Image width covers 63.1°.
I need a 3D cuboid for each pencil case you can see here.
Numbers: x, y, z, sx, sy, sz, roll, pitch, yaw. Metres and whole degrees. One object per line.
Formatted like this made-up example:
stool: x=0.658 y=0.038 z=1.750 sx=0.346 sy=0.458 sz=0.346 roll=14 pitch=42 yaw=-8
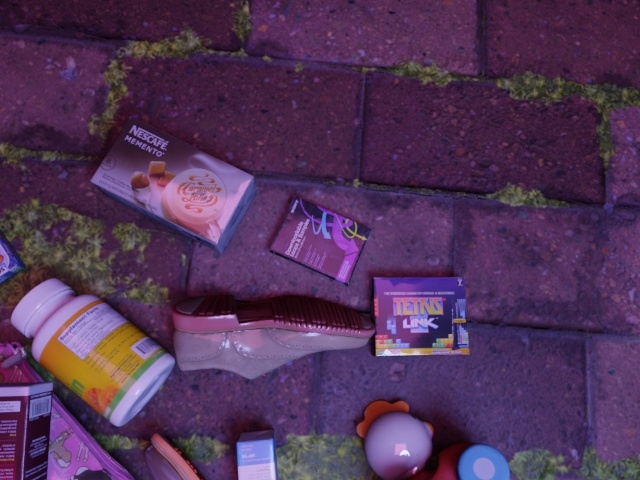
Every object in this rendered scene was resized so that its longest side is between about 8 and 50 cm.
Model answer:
pencil case: x=-0.442 y=0.337 z=0.815 sx=0.386 sy=0.167 sz=0.160 roll=46 pitch=38 yaw=6

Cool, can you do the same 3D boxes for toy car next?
toy car: x=0.163 y=0.352 z=0.854 sx=0.210 sy=0.219 sz=0.238 roll=-27 pitch=53 yaw=-9

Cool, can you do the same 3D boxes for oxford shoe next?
oxford shoe: x=-0.194 y=0.474 z=0.796 sx=0.132 sy=0.130 sz=0.364 roll=-30 pitch=74 yaw=-20
oxford shoe: x=-0.080 y=0.172 z=0.910 sx=0.348 sy=0.123 sz=0.130 roll=4 pitch=104 yaw=-4

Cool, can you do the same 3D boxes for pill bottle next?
pill bottle: x=-0.377 y=0.176 z=0.859 sx=0.245 sy=0.136 sz=0.136 roll=37 pitch=79 yaw=4

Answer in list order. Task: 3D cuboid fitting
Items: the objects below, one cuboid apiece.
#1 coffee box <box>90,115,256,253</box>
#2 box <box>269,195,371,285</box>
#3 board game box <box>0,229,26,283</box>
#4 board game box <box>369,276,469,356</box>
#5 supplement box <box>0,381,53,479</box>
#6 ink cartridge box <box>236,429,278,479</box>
coffee box: x=-0.258 y=-0.097 z=0.942 sx=0.246 sy=0.098 sz=0.141 roll=27 pitch=78 yaw=2
box: x=0.000 y=0.000 z=0.975 sx=0.162 sy=0.029 sz=0.116 roll=23 pitch=78 yaw=3
board game box: x=-0.650 y=0.051 z=0.919 sx=0.201 sy=0.035 sz=0.136 roll=-37 pitch=83 yaw=-10
board game box: x=0.178 y=0.138 z=0.948 sx=0.170 sy=0.048 sz=0.141 roll=-1 pitch=80 yaw=-4
supplement box: x=-0.446 y=0.317 z=0.703 sx=0.130 sy=0.073 sz=0.240 roll=-1 pitch=80 yaw=-2
ink cartridge box: x=-0.098 y=0.410 z=0.845 sx=0.060 sy=0.104 sz=0.180 roll=-4 pitch=78 yaw=-5
